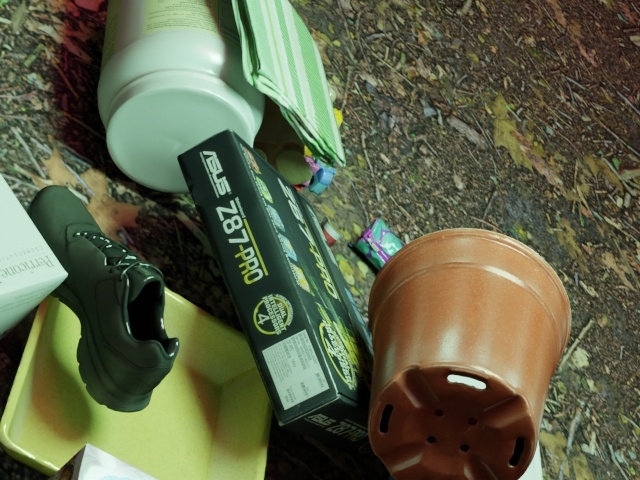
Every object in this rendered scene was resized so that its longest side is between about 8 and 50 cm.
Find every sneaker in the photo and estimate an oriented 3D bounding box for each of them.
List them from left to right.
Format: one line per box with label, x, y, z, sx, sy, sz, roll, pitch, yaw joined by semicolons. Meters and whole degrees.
sneaker;-0.238;0.046;1.520;0.109;0.130;0.286;-10;63;-49
sneaker;0.000;0.000;2.062;0.042;0.067;0.118;46;4;0

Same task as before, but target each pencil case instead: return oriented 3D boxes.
pencil case;0.119;0.040;2.125;0.152;0.064;0.070;49;18;1

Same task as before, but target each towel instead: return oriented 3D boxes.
towel;-0.053;-0.261;1.912;0.325;0.038;0.248;42;33;-61

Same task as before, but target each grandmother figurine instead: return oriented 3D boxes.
grandmother figurine;-0.082;-0.242;2.124;0.207;0.104;0.342;10;50;-9

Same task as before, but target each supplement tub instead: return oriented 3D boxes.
supplement tub;-0.195;-0.249;1.906;0.235;0.235;0.325;27;39;-28

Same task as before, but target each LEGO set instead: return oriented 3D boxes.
LEGO set;-0.013;-0.167;2.156;0.087;0.093;0.227;19;43;-36

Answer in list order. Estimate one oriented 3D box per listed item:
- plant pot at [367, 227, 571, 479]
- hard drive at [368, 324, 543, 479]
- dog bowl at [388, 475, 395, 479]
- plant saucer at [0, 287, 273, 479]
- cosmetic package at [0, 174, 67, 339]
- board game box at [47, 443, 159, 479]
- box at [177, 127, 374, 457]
plant pot;0.176;0.166;1.673;0.272;0.272;0.265;40;28;-12
hard drive;0.205;0.259;2.026;0.318;0.040;0.210;31;37;-24
dog bowl;0.154;0.343;1.787;0.297;0.074;0.166;-47;128;-63
plant saucer;-0.216;0.198;1.581;0.332;0.081;0.333;32;37;-21
cosmetic package;-0.482;-0.052;1.462;0.385;0.156;0.217;52;32;8
board game box;-0.175;0.356;1.259;0.318;0.318;0.066;33;35;-23
box;-0.032;0.080;1.783;0.395;0.097;0.318;67;9;24
